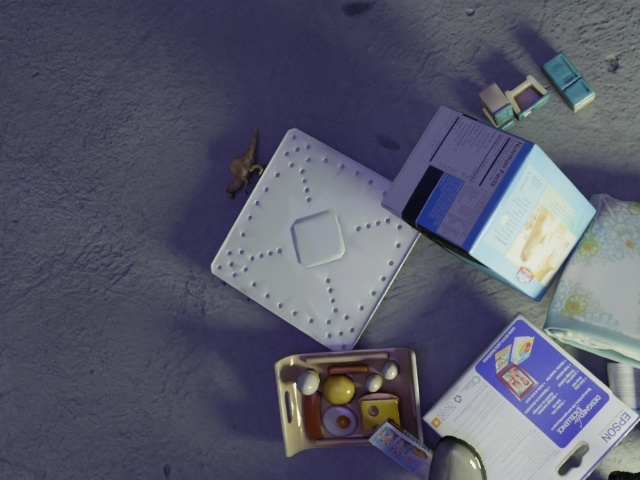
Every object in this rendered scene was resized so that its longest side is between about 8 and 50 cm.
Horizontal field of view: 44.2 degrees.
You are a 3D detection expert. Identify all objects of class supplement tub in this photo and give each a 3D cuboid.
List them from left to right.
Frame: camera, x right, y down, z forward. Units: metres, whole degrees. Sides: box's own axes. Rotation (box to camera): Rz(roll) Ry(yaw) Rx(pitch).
[{"bbox_3d":[0.616,0.297,1.583,0.071,0.071,0.107,-5,84,15],"label":"supplement tub"}]

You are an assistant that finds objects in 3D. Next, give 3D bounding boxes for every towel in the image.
[{"bbox_3d":[0.662,0.096,1.530,0.374,0.090,0.320,18,68,24],"label":"towel"}]

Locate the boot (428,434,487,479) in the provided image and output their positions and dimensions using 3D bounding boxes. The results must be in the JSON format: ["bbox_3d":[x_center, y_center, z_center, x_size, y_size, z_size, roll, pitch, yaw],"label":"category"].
[{"bbox_3d":[0.225,0.571,1.534,0.118,0.223,0.338,10,108,31],"label":"boot"}]

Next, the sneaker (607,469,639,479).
[{"bbox_3d":[0.595,0.478,1.529,0.072,0.178,0.077,-26,61,-30],"label":"sneaker"}]

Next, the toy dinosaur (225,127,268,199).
[{"bbox_3d":[-0.168,-0.177,1.863,0.092,0.053,0.183,24,91,18],"label":"toy dinosaur"}]

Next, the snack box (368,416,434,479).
[{"bbox_3d":[0.190,0.447,1.656,0.178,0.022,0.064,38,113,-5],"label":"snack box"}]

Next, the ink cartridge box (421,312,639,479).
[{"bbox_3d":[0.419,0.359,1.597,0.307,0.072,0.303,43,94,17],"label":"ink cartridge box"}]

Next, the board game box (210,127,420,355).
[{"bbox_3d":[0.000,0.000,1.798,0.390,0.050,0.390,31,93,17],"label":"board game box"}]

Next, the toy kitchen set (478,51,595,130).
[{"bbox_3d":[0.452,-0.301,1.642,0.207,0.166,0.122,-36,76,10],"label":"toy kitchen set"}]

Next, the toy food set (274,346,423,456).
[{"bbox_3d":[0.063,0.353,1.695,0.306,0.092,0.220,-5,96,13],"label":"toy food set"}]

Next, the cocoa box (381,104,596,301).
[{"bbox_3d":[0.334,-0.063,1.528,0.228,0.347,0.231,33,93,41],"label":"cocoa box"}]
